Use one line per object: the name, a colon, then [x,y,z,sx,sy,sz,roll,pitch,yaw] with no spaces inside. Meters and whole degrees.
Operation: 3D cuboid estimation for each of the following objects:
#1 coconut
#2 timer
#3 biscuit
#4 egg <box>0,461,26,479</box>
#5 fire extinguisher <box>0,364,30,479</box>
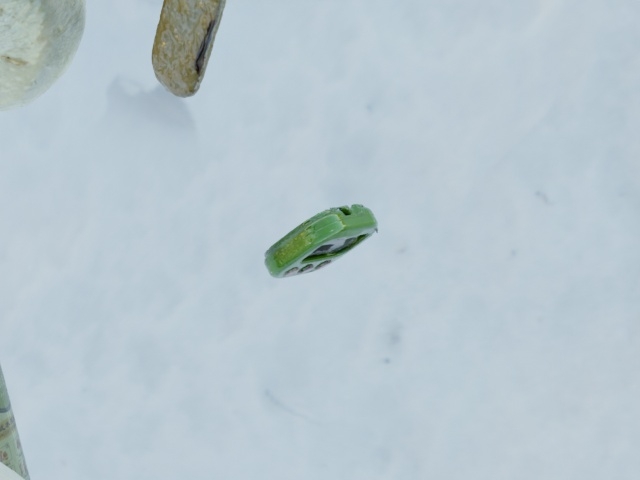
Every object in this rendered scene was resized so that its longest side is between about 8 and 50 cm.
coconut: [-0.361,-0.267,1.580,0.237,0.237,0.266,-3,45,-12]
timer: [0.000,0.000,1.918,0.140,0.128,0.047,-10,68,-56]
biscuit: [-0.127,-0.203,1.462,0.071,0.147,0.018,39,38,28]
egg: [-0.157,0.198,0.528,0.174,0.264,0.286,6,109,-2]
fire extinguisher: [-0.339,0.188,1.416,0.113,0.200,0.376,-14,97,-6]
